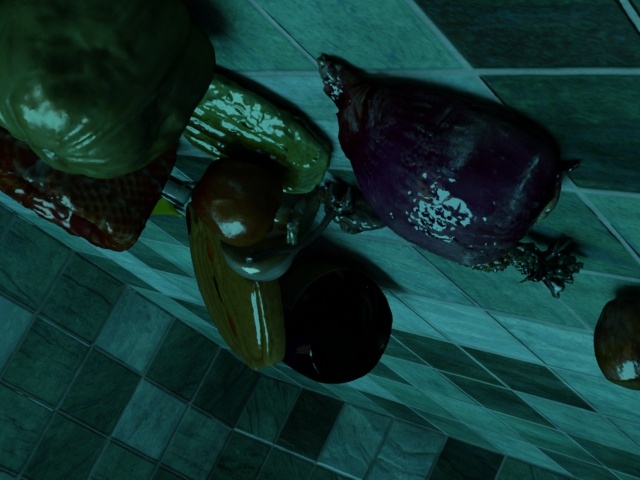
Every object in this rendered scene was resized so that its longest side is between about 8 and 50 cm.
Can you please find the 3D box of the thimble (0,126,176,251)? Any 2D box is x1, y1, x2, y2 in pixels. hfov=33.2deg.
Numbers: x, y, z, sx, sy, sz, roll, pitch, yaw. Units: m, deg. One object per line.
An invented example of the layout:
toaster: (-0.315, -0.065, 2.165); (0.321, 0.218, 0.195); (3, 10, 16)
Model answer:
thimble: (-0.436, -0.146, 1.955); (0.350, 0.231, 0.350); (25, 166, 7)

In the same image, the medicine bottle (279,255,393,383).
medicine bottle: (-0.047, 0.134, 2.233); (0.242, 0.242, 0.395); (39, 171, -37)

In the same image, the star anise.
star anise: (0.000, 0.000, 1.722); (0.148, 0.227, 0.218); (23, 161, 36)

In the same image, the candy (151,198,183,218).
candy: (-0.414, -0.109, 2.323); (0.187, 0.081, 0.297); (26, -179, 10)

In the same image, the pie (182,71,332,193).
pie: (-0.114, -0.162, 1.657); (0.306, 0.071, 0.306); (24, 166, 7)

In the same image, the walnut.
walnut: (-0.282, -0.220, 1.354); (0.282, 0.277, 0.253); (45, 168, -17)

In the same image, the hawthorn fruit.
hawthorn fruit: (-0.128, -0.063, 1.639); (0.138, 0.133, 0.133); (23, 165, -2)

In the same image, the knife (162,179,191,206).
knife: (-0.391, -0.146, 2.235); (0.265, 0.041, 0.073); (28, -178, -2)

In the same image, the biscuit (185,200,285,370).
biscuit: (-0.172, 0.083, 2.119); (0.455, 0.078, 0.350); (-3, 107, 70)

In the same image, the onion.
onion: (0.119, -0.083, 1.348); (0.348, 0.159, 0.267); (25, 162, 4)

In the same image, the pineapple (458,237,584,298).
pineapple: (0.267, 0.014, 1.558); (0.221, 0.083, 0.103); (19, 164, 20)

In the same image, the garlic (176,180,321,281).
garlic: (-0.102, -0.055, 1.818); (0.207, 0.207, 0.256); (12, 160, 44)

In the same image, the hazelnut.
hazelnut: (0.464, 0.146, 1.580); (0.143, 0.143, 0.154); (29, -179, -5)
